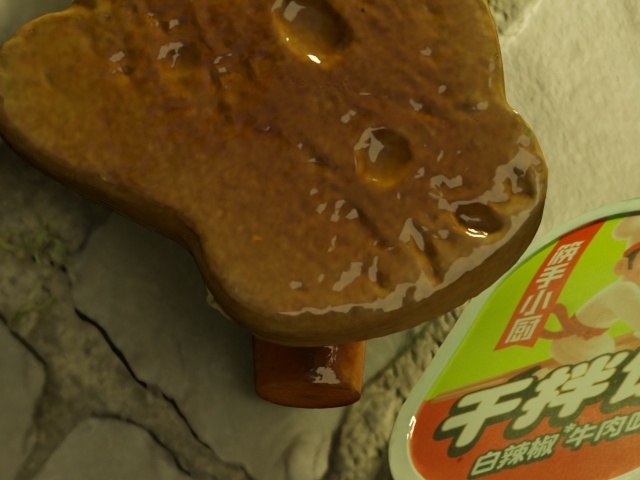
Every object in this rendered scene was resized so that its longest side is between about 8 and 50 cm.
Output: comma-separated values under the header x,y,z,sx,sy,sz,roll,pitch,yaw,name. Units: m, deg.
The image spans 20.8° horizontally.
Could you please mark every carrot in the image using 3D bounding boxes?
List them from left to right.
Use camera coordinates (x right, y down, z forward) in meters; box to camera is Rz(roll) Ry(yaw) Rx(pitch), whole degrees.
x,y,z,sx,sy,sz,roll,pitch,yaw,name
0.000,0.000,1.021,0.087,0.087,0.193,24,70,-30,carrot

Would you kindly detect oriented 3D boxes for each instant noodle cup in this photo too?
x,y,z,sx,sy,sz,roll,pitch,yaw,name
0.243,0.166,1.062,0.308,0.294,0.294,53,54,-23,instant noodle cup

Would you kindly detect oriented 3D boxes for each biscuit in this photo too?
x,y,z,sx,sy,sz,roll,pitch,yaw,name
-0.041,-0.098,0.971,0.287,0.057,0.343,-22,78,-14,biscuit
